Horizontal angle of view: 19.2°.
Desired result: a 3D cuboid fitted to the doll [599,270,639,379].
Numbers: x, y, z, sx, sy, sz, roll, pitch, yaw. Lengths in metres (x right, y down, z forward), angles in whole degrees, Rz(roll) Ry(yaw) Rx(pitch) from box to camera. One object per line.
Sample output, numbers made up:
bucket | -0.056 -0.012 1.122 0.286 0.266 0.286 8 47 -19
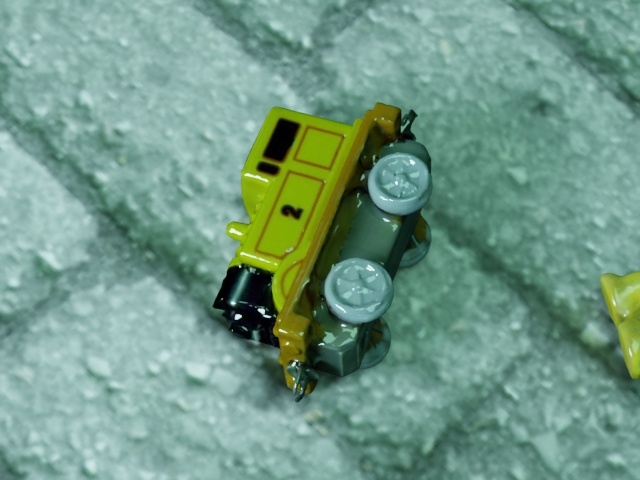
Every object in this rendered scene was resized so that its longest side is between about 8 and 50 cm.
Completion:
doll | 0.307 0.030 1.231 0.241 0.099 0.135 -7 27 -12

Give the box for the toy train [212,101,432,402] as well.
toy train | 0.000 0.000 1.213 0.127 0.089 0.219 17 64 12
